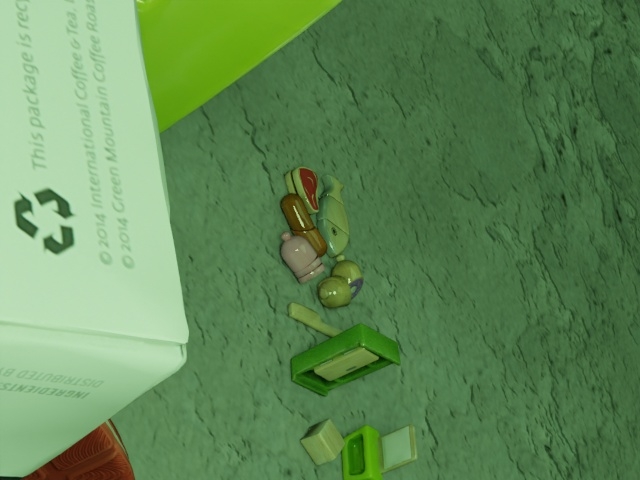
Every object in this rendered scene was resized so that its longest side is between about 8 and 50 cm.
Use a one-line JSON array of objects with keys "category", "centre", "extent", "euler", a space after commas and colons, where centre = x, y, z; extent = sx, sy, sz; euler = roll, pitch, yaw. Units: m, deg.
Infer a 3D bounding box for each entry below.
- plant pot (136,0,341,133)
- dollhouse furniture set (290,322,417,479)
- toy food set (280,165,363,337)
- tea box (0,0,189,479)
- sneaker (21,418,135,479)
[{"category": "plant pot", "centre": [-0.123, -0.199, 0.956], "extent": [0.207, 0.228, 0.227], "euler": [35, 41, -29]}, {"category": "dollhouse furniture set", "centre": [0.021, 0.131, 1.083], "extent": [0.076, 0.058, 0.152], "euler": [31, 44, -42]}, {"category": "toy food set", "centre": [0.000, 0.000, 1.183], "extent": [0.078, 0.019, 0.122], "euler": [29, 46, -44]}, {"category": "tea box", "centre": [-0.232, -0.064, 0.559], "extent": [0.220, 0.323, 0.329], "euler": [11, 59, -38]}, {"category": "sneaker", "centre": [-0.158, 0.030, 0.863], "extent": [0.221, 0.087, 0.128], "euler": [54, 21, -40]}]
